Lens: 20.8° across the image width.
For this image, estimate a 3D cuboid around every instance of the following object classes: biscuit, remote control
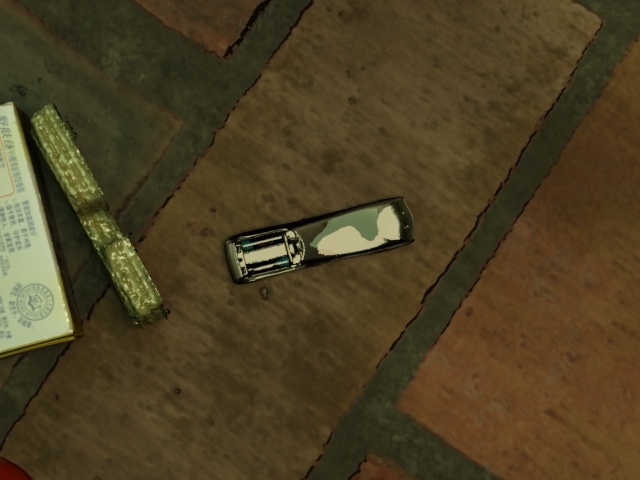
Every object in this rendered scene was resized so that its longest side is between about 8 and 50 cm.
[{"bbox_3d":[-0.236,-0.022,1.860,0.046,0.147,0.250,-28,86,-7],"label":"biscuit"},{"bbox_3d":[0.000,0.000,1.930,0.212,0.028,0.059,-14,84,-4],"label":"remote control"}]

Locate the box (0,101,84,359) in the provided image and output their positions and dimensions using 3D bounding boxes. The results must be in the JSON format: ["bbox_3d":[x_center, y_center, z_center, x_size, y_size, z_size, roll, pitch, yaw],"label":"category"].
[{"bbox_3d":[-0.367,0.000,1.876,0.168,0.097,0.265,-16,86,-4],"label":"box"}]

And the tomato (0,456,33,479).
[{"bbox_3d":[-0.373,0.300,1.851,0.159,0.091,0.139,-31,88,-8],"label":"tomato"}]
